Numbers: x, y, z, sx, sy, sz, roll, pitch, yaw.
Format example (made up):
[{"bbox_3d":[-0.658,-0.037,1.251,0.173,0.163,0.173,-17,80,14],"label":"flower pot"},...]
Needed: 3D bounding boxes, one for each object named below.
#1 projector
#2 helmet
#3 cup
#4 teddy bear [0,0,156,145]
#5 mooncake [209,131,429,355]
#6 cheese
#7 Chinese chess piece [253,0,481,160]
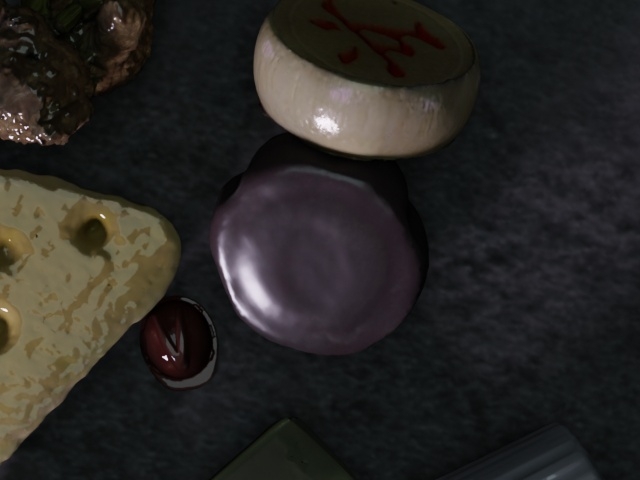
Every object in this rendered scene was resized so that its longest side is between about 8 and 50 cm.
[{"bbox_3d":[-0.018,0.351,1.807,0.193,0.088,0.269,-40,88,-20],"label":"projector"},{"bbox_3d":[-0.160,0.116,1.852,0.089,0.057,0.111,-18,87,-5],"label":"helmet"},{"bbox_3d":[0.224,0.331,1.801,0.202,0.167,0.221,-28,96,-6],"label":"cup"},{"bbox_3d":[-0.291,-0.258,1.791,0.246,0.222,0.296,6,100,26],"label":"teddy bear"},{"bbox_3d":[0.000,0.000,1.793,0.245,0.133,0.245,2,119,4],"label":"mooncake"},{"bbox_3d":[-0.387,0.036,1.800,0.384,0.104,0.384,-1,95,-10],"label":"cheese"},{"bbox_3d":[0.050,-0.184,1.785,0.250,0.249,0.103,13,123,0],"label":"Chinese chess piece"}]
